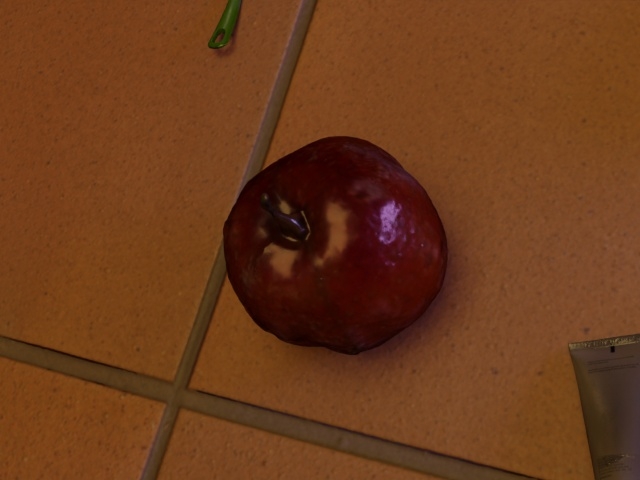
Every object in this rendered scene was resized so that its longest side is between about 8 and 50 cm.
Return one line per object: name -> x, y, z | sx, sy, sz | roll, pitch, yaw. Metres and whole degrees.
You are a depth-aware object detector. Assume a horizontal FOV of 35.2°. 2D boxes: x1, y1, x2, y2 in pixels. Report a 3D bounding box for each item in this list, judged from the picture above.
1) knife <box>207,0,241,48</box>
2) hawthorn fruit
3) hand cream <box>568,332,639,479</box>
knife -> -0.116, -0.326, 1.358 | 0.078, 0.022, 0.166 | 0, 68, 30
hawthorn fruit -> 0.000, 0.000, 1.036 | 0.242, 0.272, 0.242 | -4, 77, 17
hand cream -> 0.288, 0.179, 0.968 | 0.087, 0.054, 0.186 | -12, 59, 24
